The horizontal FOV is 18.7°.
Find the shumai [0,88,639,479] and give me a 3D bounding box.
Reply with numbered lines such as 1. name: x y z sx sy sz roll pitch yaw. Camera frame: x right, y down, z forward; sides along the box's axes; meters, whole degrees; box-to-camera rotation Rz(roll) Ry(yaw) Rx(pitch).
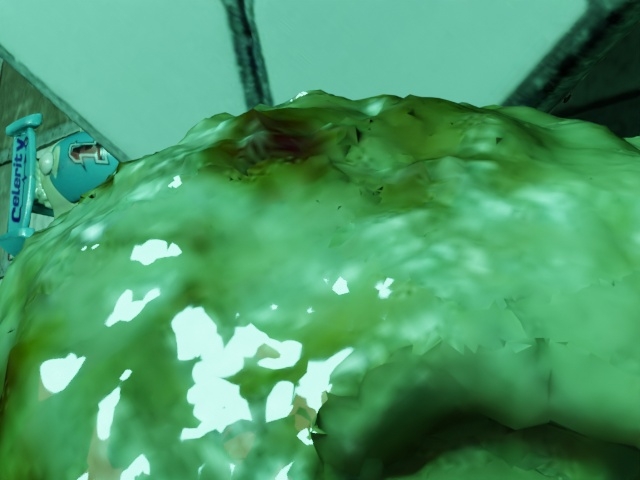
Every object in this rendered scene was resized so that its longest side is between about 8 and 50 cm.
1. shumai: 0.153 0.064 0.536 0.348 0.395 0.395 -36 44 16

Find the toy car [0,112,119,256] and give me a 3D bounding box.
1. toy car: -0.142 -0.045 1.282 0.161 0.098 0.126 -27 59 57

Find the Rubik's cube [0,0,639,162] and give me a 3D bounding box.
1. Rubik's cube: 0.021 -0.165 0.792 0.255 0.260 0.259 -47 -1 41
